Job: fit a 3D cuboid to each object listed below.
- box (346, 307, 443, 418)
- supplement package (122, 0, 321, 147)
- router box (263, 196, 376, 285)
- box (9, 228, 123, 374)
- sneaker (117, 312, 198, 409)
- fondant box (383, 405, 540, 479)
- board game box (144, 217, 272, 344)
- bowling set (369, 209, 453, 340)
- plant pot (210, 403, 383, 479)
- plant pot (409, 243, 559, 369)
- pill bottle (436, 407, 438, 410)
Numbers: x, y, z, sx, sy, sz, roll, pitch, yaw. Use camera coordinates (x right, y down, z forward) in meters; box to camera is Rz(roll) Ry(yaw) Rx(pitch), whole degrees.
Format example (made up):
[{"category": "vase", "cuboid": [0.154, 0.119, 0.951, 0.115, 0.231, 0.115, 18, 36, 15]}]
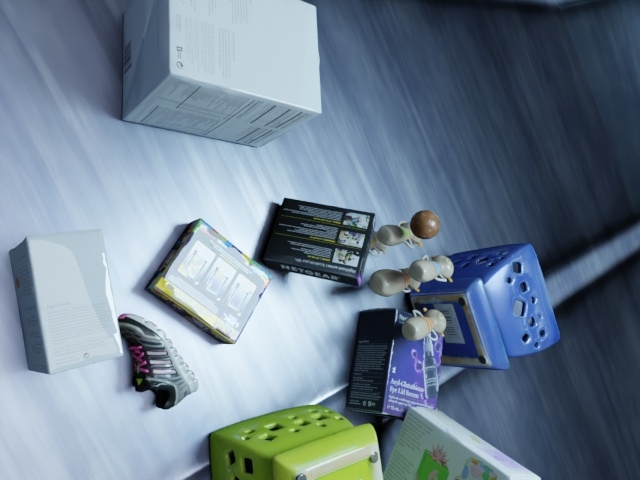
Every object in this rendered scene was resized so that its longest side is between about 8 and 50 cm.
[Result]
[{"category": "box", "cuboid": [0.155, 0.255, 1.083, 0.153, 0.108, 0.207, 22, 68, -33]}, {"category": "supplement package", "cuboid": [-0.163, -0.294, 0.878, 0.263, 0.198, 0.199, 5, 78, -38]}, {"category": "router box", "cuboid": [0.000, 0.000, 0.976, 0.046, 0.179, 0.133, 73, 31, -63]}, {"category": "box", "cuboid": [-0.339, 0.081, 0.705, 0.091, 0.130, 0.170, -8, 87, -39]}, {"category": "sneaker", "cuboid": [-0.255, 0.186, 0.794, 0.075, 0.063, 0.170, -50, 117, -41]}, {"category": "fondant box", "cuboid": [0.202, 0.496, 0.923, 0.096, 0.238, 0.330, 19, 91, -34]}, {"category": "board game box", "cuboid": [-0.181, 0.070, 0.889, 0.170, 0.048, 0.141, 43, 60, -25]}, {"category": "bowling set", "cuboid": [0.189, 0.035, 1.027, 0.154, 0.200, 0.287, -3, 53, -52]}, {"category": "plant pot", "cuboid": [-0.023, 0.402, 0.847, 0.228, 0.207, 0.227, -3, 83, -38]}, {"category": "plant pot", "cuboid": [0.349, 0.156, 1.186, 0.212, 0.236, 0.235, -22, 96, -33]}, {"category": "pill bottle", "cuboid": [0.223, 0.353, 1.159, 0.043, 0.043, 0.083, -36, 104, -38]}]
